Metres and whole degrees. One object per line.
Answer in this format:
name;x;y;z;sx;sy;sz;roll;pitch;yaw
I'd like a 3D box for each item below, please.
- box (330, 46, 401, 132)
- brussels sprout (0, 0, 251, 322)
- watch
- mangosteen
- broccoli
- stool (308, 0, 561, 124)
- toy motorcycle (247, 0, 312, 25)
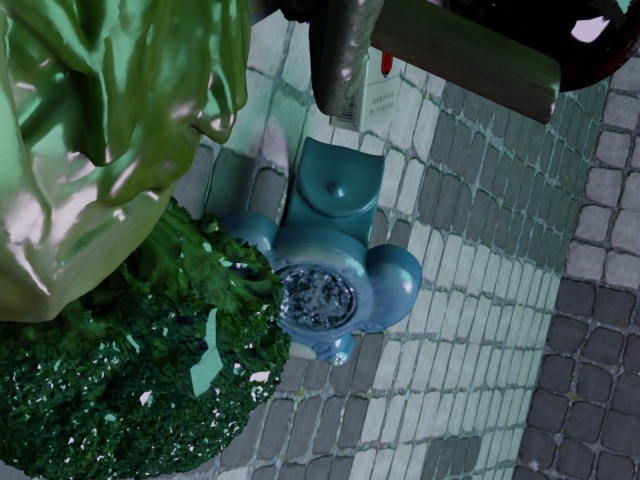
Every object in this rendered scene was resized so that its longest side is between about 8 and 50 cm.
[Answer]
box;0.056;-0.208;1.380;0.100;0.048;0.152;-32;129;-61
brussels sprout;-0.167;-0.128;0.679;0.328;0.247;0.328;1;89;-49
watch;0.000;0.000;1.240;0.193;0.211;0.211;-78;164;-47
mangosteen;0.322;-0.329;1.569;0.313;0.297;0.297;24;78;-27
broccoli;-0.154;0.059;0.884;0.245;0.265;0.294;70;16;8
stool;0.116;-0.283;1.015;0.310;0.226;0.310;101;-5;-55
toy motorcycle;-0.086;-0.261;0.984;0.296;0.109;0.198;-46;131;-58
